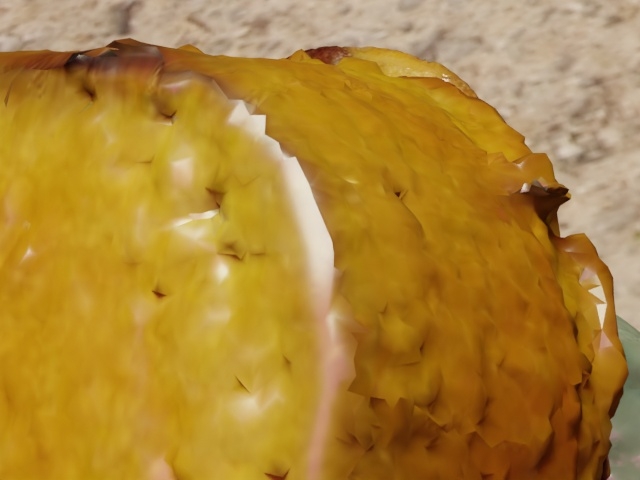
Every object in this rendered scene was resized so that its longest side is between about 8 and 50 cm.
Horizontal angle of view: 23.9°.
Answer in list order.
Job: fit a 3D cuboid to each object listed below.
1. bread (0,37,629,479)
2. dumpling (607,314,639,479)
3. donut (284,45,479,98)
[{"bbox_3d":[-0.082,0.075,0.524,0.358,0.204,0.337,0,72,37],"label":"bread"},{"bbox_3d":[0.084,0.089,0.577,0.149,0.105,0.216,-34,74,-27],"label":"dumpling"},{"bbox_3d":[0.000,0.000,0.692,0.166,0.073,0.184,6,58,18],"label":"donut"}]
